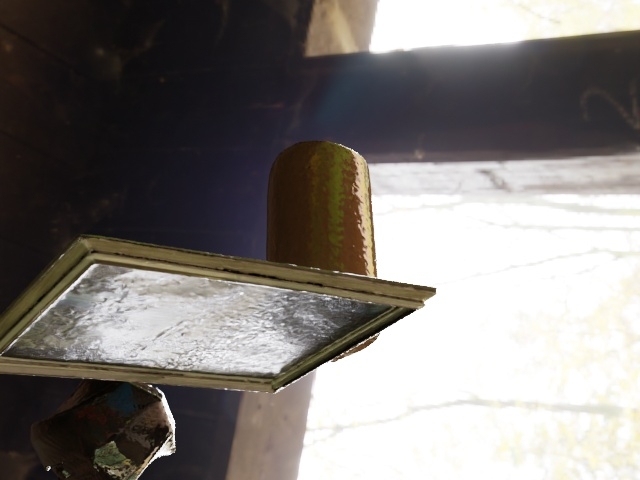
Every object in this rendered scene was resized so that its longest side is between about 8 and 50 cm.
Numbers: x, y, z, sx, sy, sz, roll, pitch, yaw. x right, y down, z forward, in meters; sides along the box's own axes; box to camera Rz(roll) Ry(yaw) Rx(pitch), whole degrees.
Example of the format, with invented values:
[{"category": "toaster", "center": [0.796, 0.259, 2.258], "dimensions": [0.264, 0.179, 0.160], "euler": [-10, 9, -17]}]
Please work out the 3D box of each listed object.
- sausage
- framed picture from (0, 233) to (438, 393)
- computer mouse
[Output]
[{"category": "sausage", "center": [0.000, 0.000, 1.054], "dimensions": [0.123, 0.123, 0.252], "euler": [52, -154, -44]}, {"category": "framed picture", "center": [-0.057, 0.043, 0.463], "dimensions": [0.183, 0.142, 0.011], "euler": [10, -121, -36]}, {"category": "computer mouse", "center": [-0.188, 0.170, 0.811], "dimensions": [0.099, 0.172, 0.057], "euler": [46, -143, -11]}]
